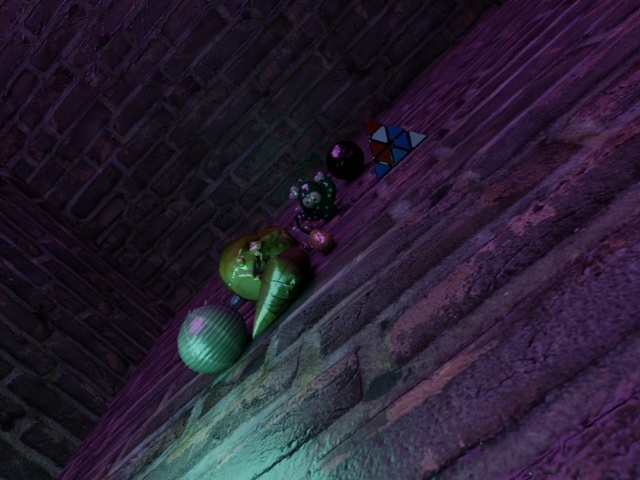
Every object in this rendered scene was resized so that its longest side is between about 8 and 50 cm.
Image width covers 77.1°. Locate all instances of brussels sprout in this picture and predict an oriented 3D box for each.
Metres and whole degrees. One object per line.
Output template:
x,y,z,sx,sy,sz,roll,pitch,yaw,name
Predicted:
-0.252,0.107,1.633,0.315,0.275,0.371,-22,17,24,brussels sprout

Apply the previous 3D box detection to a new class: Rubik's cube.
0.259,-0.433,1.803,0.250,0.234,0.284,-48,13,-11,Rubik's cube

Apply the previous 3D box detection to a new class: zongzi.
-0.148,0.178,1.446,0.299,0.145,0.274,-65,-5,12,zongzi

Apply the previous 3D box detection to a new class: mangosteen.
0.149,-0.447,2.323,0.228,0.228,0.265,-47,-28,-11,mangosteen

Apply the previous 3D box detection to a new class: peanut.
-0.001,-0.002,1.581,0.089,0.089,0.193,-46,12,-4,peanut

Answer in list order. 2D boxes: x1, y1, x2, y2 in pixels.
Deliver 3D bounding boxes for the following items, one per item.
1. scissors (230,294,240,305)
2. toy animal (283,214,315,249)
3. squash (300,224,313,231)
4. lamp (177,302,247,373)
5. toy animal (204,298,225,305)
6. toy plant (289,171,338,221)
-0.431,0.257,2.252,0.180,0.032,0.393,-44,12,2,scissors
-0.111,-0.012,1.881,0.197,0.160,0.272,-44,5,12,toy animal
-0.093,-0.058,2.152,0.052,0.052,0.183,-49,16,-18,squash
-0.374,0.328,1.392,0.233,0.233,0.265,-32,13,46,lamp
-0.480,0.366,1.942,0.095,0.219,0.155,-31,47,-14,toy animal
-0.028,-0.200,1.934,0.233,0.243,0.112,-13,22,14,toy plant
